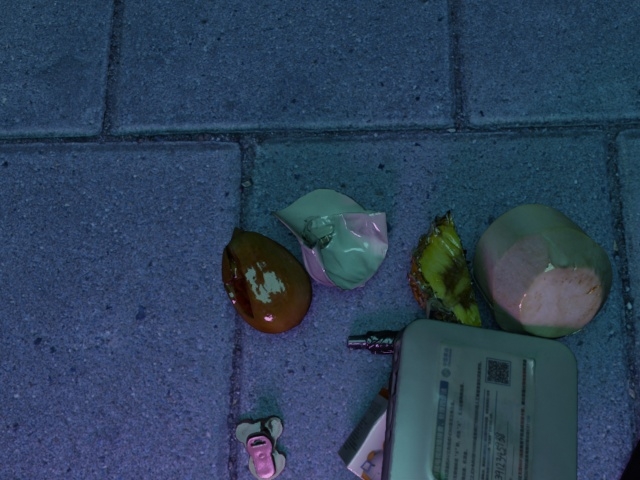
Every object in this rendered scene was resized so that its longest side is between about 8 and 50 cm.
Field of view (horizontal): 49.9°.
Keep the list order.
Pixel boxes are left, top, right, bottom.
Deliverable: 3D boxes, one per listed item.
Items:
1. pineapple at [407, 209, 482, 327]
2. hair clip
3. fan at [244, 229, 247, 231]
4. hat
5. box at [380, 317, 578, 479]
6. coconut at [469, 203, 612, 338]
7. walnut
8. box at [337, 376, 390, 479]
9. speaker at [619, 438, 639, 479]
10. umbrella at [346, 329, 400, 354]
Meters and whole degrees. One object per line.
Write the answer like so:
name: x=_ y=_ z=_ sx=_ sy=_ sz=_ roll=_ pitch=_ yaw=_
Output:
pineapple: x=0.271 y=0.112 z=1.682 sx=0.158 sy=0.161 sz=0.334 roll=-13 pitch=82 yaw=-34
hair clip: x=-0.142 y=0.513 z=1.704 sx=0.123 sy=0.102 sz=0.138 roll=-15 pitch=108 yaw=3
fan: x=-0.179 y=0.002 z=1.847 sx=0.056 sy=0.004 sz=0.083 roll=-36 pitch=75 yaw=-4
hat: x=0.003 y=-0.003 z=1.767 sx=0.258 sy=0.167 sz=0.301 roll=-25 pitch=44 yaw=-37
box: x=0.336 y=0.382 z=1.457 sx=0.397 sy=0.111 sz=0.395 roll=11 pitch=67 yaw=-3
coconut: x=0.512 y=0.071 z=1.621 sx=0.323 sy=0.323 sz=0.322 roll=-1 pitch=76 yaw=5
walnut: x=-0.141 y=0.092 z=1.724 sx=0.203 sy=0.203 sz=0.297 roll=-29 pitch=73 yaw=-2
box: x=0.231 y=0.434 z=1.605 sx=0.225 sy=0.143 sz=0.341 roll=38 pitch=81 yaw=-4
speaker: x=0.838 y=0.541 z=1.525 sx=0.254 sy=0.184 sz=0.232 roll=29 pitch=81 yaw=8
umbrella: x=0.183 y=0.249 z=1.726 sx=0.236 sy=0.059 sz=0.066 roll=-2 pitch=53 yaw=7
